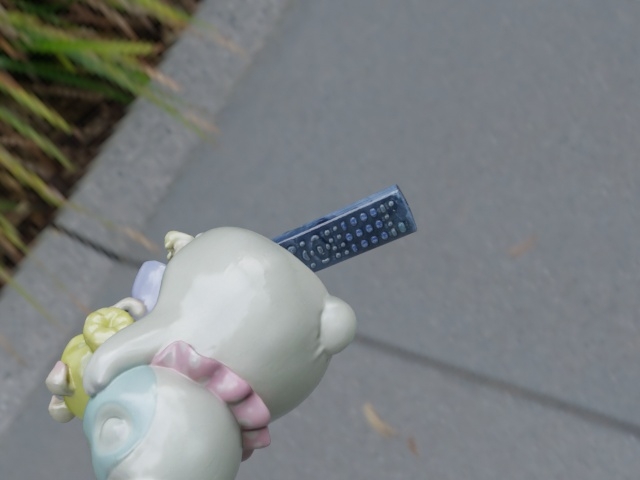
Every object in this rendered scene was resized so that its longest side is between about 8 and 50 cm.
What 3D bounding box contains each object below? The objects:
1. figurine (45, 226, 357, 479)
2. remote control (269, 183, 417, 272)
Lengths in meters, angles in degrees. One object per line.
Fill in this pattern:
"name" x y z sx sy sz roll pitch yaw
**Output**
"figurine" -0.100 0.104 1.197 0.155 0.127 0.235 27 59 18
"remote control" 0.000 0.001 1.547 0.152 0.043 0.027 -21 25 8
